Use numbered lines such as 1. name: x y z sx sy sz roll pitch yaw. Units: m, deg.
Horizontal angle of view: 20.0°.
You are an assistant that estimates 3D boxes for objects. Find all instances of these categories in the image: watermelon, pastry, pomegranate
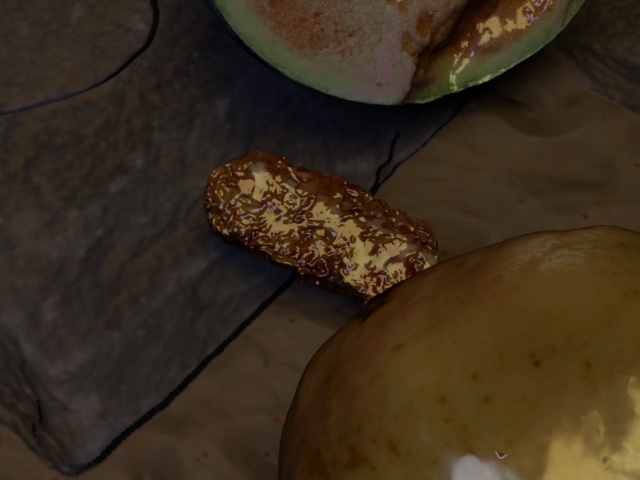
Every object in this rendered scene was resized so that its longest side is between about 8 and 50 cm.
1. watermelon: 0.045 -0.193 1.321 0.322 0.188 0.175 -2 103 -15
2. pastry: 0.001 -0.002 1.229 0.169 0.063 0.087 28 68 6
3. pomegranate: 0.141 0.161 0.981 0.342 0.342 0.342 3 57 -4
